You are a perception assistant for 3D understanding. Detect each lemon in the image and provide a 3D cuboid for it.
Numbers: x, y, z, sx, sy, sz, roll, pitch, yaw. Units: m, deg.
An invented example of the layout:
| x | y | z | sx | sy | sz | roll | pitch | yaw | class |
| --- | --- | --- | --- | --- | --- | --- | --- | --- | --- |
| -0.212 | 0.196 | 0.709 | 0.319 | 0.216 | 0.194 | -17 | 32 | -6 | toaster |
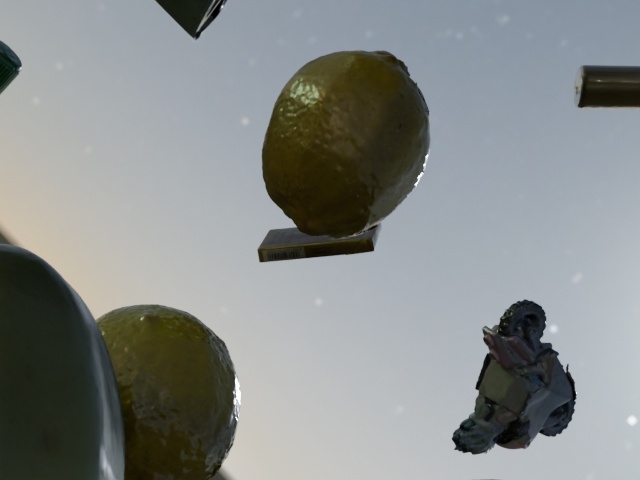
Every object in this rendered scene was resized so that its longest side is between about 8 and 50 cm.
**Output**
| x | y | z | sx | sy | sz | roll | pitch | yaw | class |
| --- | --- | --- | --- | --- | --- | --- | --- | --- | --- |
| -0.177 | 0.163 | 1.647 | 0.231 | 0.192 | 0.192 | -92 | 156 | -42 | lemon |
| 0.032 | -0.120 | 1.980 | 0.204 | 0.260 | 0.204 | 23 | -16 | 7 | lemon |

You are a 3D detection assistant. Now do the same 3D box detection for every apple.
| x | y | z | sx | sy | sz | roll | pitch | yaw | class |
| --- | --- | --- | --- | --- | --- | --- | --- | --- | --- |
| -0.335 | 0.161 | 1.381 | 0.357 | 0.357 | 0.357 | 45 | -9 | 9 | apple |

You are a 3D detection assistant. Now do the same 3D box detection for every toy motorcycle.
| x | y | z | sx | sy | sz | roll | pitch | yaw | class |
| --- | --- | --- | --- | --- | --- | --- | --- | --- | --- |
| 0.261 | 0.218 | 2.268 | 0.239 | 0.204 | 0.108 | 60 | -18 | -20 | toy motorcycle |

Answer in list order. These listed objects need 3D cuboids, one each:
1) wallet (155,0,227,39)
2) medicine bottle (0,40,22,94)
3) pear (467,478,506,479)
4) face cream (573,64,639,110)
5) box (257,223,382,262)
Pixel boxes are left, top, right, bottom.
| x | y | z | sx | sy | sz | roll | pitch | yaw | class |
| --- | --- | --- | --- | --- | --- | --- | --- | --- | --- |
| -0.195 | -0.344 | 1.755 | 0.250 | 0.075 | 0.176 | 45 | -24 | -1 | wallet |
| -0.468 | -0.115 | 1.898 | 0.111 | 0.309 | 0.076 | 28 | 24 | -55 | medicine bottle |
| 0.214 | 0.472 | 2.204 | 0.309 | 0.309 | 0.309 | 45 | -9 | 9 | pear |
| 0.531 | -0.229 | 2.445 | 0.139 | 0.285 | 0.067 | 25 | 66 | -86 | face cream |
| 0.000 | 0.000 | 2.145 | 0.089 | 0.156 | 0.022 | -69 | 152 | -69 | box |
